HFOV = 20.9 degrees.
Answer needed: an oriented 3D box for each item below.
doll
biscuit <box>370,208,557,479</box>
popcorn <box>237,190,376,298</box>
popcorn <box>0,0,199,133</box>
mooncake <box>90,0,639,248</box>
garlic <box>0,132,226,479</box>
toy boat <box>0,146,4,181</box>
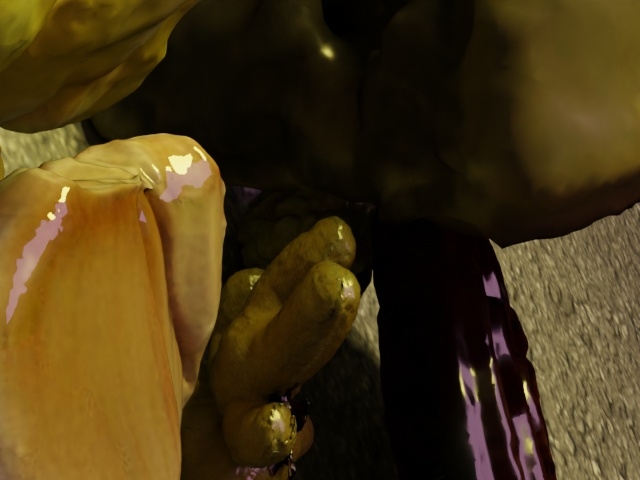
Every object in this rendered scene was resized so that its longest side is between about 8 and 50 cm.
[{"bbox_3d":[-0.027,0.084,0.983,0.097,0.209,0.137,16,38,-30],"label":"doll"},{"bbox_3d":[0.118,0.157,1.199,0.407,0.091,0.407,-12,90,-81],"label":"biscuit"},{"bbox_3d":[0.000,0.000,1.263,0.120,0.106,0.116,41,21,-42],"label":"popcorn"},{"bbox_3d":[-0.197,-0.153,0.727,0.293,0.334,0.292,61,43,-38],"label":"popcorn"},{"bbox_3d":[0.044,-0.138,1.079,0.394,0.393,0.246,-113,-160,-74],"label":"mooncake"},{"bbox_3d":[-0.131,0.067,0.883,0.217,0.110,0.228,-19,107,-63],"label":"garlic"},{"bbox_3d":[-0.243,-0.015,0.773,0.115,0.089,0.310,43,24,1],"label":"toy boat"}]
